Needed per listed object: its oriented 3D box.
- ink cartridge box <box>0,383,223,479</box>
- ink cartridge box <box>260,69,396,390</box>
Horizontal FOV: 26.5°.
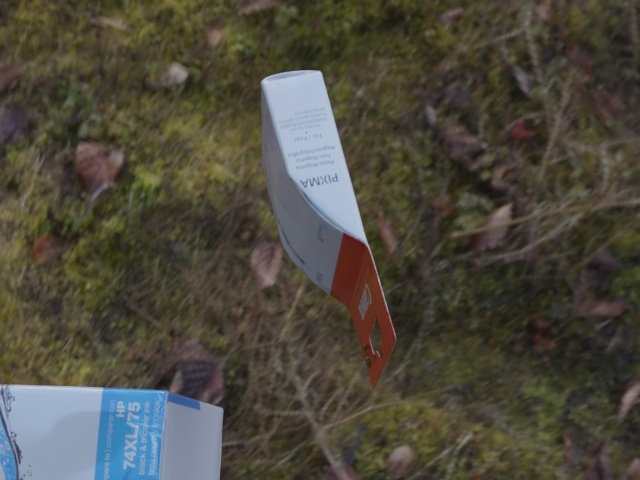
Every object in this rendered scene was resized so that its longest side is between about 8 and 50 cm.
[{"bbox_3d":[-0.248,0.238,1.255,0.270,0.198,0.197,1,79,10],"label":"ink cartridge box"},{"bbox_3d":[0.000,0.000,1.134,0.066,0.189,0.232,-9,73,-6],"label":"ink cartridge box"}]
